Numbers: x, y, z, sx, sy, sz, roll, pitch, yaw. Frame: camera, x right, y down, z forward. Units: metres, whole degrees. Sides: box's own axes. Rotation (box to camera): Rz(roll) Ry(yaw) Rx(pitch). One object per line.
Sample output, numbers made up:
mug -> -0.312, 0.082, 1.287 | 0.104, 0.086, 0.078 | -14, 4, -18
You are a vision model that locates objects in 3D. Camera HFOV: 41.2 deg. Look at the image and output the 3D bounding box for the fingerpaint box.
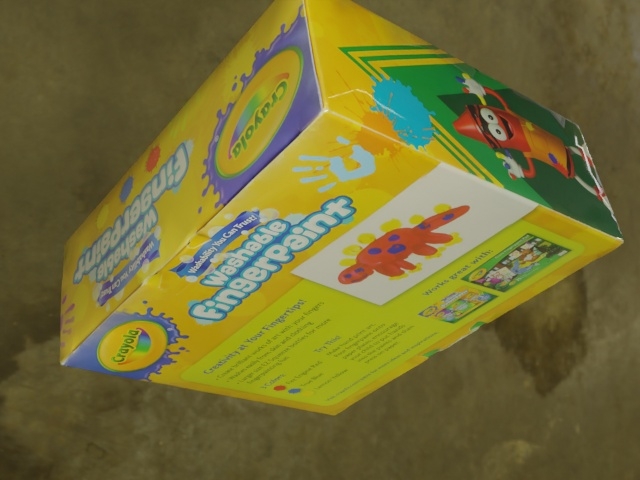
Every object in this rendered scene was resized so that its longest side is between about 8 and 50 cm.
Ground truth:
fingerpaint box -> 0.000, 0.000, 0.872 | 0.371, 0.445, 0.163 | 17, 49, -34
